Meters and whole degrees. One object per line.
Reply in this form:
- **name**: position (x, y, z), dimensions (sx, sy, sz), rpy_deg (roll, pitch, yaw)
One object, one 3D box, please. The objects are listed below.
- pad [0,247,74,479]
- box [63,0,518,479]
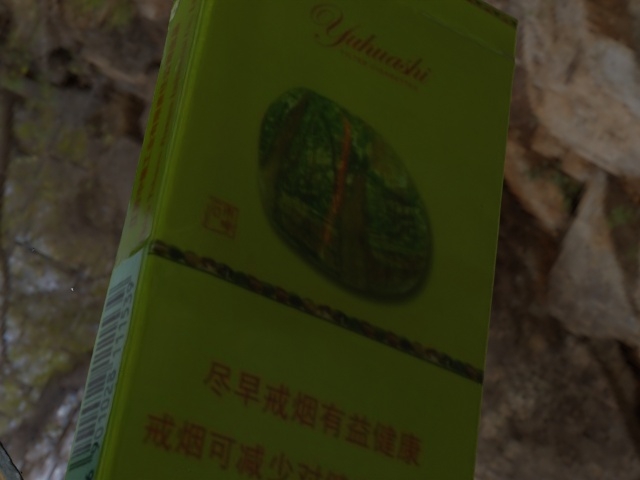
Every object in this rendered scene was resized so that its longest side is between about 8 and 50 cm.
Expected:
- **pad**: position (-0.242, 0.079, 0.559), dimensions (0.375, 0.315, 0.063), rpy_deg (63, 176, -22)
- **box**: position (0.000, 0.000, 0.660), dimensions (0.187, 0.335, 0.047), rpy_deg (23, 151, -26)
